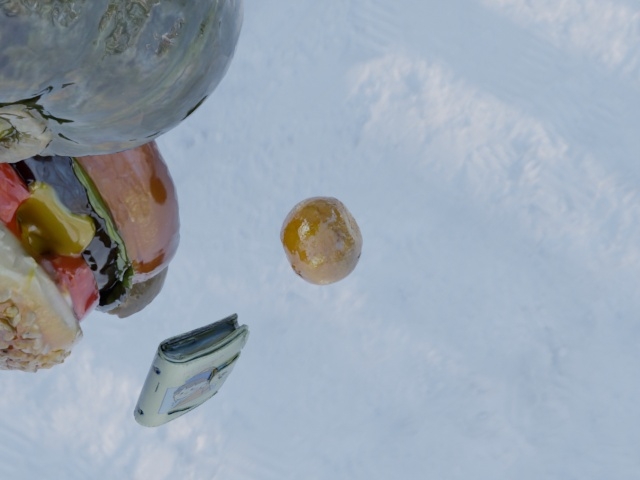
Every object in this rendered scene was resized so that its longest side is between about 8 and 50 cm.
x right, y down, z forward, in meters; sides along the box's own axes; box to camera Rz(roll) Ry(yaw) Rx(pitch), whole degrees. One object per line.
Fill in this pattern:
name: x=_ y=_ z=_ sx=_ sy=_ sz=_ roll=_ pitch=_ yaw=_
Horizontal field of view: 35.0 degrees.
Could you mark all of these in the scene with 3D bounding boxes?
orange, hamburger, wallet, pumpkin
orange: x=0.000 y=0.000 z=0.917 sx=0.070 sy=0.083 sz=0.083 roll=-24 pitch=77 yaw=12
hamburger: x=-0.305 y=-0.041 z=0.941 sx=0.330 sy=0.330 sz=0.250 roll=46 pitch=63 yaw=7
wallet: x=-0.138 y=0.143 z=1.097 sx=0.110 sy=0.155 sz=0.039 roll=-22 pitch=67 yaw=-32
pumpkin: x=-0.210 y=-0.160 z=0.517 sx=0.325 sy=0.232 sz=0.242 roll=-21 pitch=67 yaw=-5

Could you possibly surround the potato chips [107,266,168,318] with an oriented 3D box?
potato chips: x=-0.296 y=0.030 z=1.552 sx=0.150 sy=0.049 sz=0.202 roll=53 pitch=40 yaw=-4
